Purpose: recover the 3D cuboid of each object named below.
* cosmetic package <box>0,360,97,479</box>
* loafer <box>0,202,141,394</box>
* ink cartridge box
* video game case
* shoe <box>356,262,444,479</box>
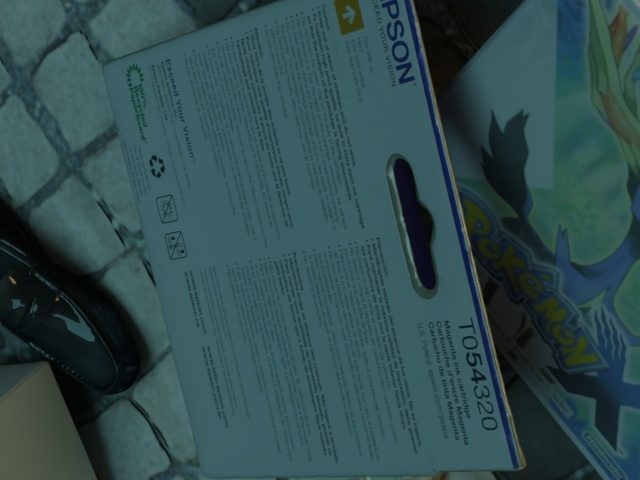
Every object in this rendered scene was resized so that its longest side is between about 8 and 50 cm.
[{"bbox_3d":[-0.304,0.233,1.334,0.224,0.138,0.224,-7,112,30],"label":"cosmetic package"},{"bbox_3d":[-0.239,0.047,1.303,0.223,0.078,0.076,42,120,14],"label":"loafer"},{"bbox_3d":[0.000,0.000,1.104,0.330,0.071,0.324,-10,94,47],"label":"ink cartridge box"},{"bbox_3d":[0.196,0.015,0.996,0.329,0.036,0.300,52,145,6],"label":"video game case"},{"bbox_3d":[0.055,0.113,1.162,0.076,0.058,0.219,16,110,26],"label":"shoe"}]
